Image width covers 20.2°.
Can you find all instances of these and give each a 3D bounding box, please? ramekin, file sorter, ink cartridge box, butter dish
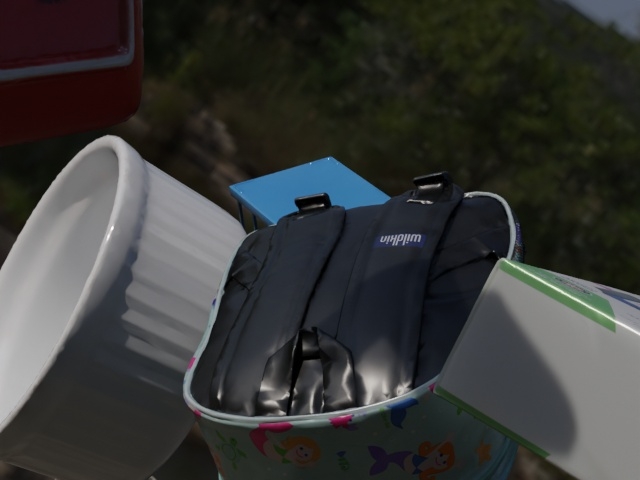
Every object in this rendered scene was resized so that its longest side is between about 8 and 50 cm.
[{"bbox_3d":[-0.172,0.067,1.437,0.135,0.277,0.277,27,10,-22],"label":"ramekin"},{"bbox_3d":[0.000,0.000,1.827,0.170,0.118,0.104,-142,-141,-59],"label":"file sorter"},{"bbox_3d":[0.189,0.091,1.032,0.154,0.093,0.212,29,7,33],"label":"ink cartridge box"},{"bbox_3d":[-0.157,-0.125,0.767,0.118,0.160,0.160,7,13,30],"label":"butter dish"}]

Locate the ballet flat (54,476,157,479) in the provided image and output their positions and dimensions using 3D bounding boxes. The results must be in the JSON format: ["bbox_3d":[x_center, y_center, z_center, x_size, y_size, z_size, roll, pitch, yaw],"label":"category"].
[{"bbox_3d":[-0.152,0.313,1.805,0.316,0.107,0.106,50,-10,25],"label":"ballet flat"}]

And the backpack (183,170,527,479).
[{"bbox_3d":[0.031,0.093,1.198,0.253,0.225,0.191,-64,143,-61],"label":"backpack"}]
